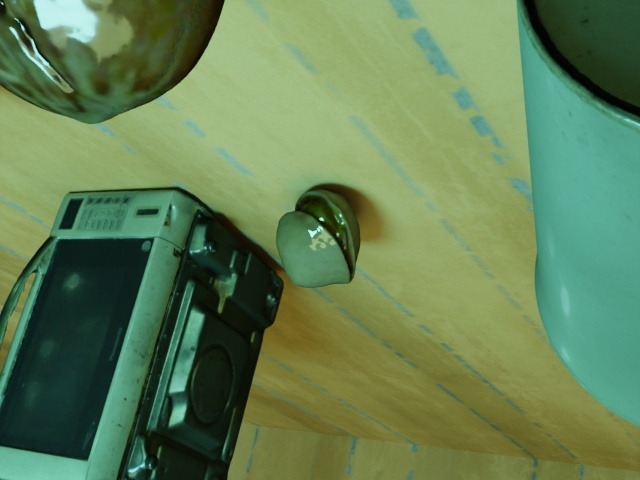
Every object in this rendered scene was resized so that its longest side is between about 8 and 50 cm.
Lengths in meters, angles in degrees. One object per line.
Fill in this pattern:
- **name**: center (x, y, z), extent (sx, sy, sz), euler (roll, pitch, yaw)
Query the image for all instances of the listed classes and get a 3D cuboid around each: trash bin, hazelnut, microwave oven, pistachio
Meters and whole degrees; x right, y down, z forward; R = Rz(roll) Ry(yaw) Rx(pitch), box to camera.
- **trash bin**: center (0.271, -0.040, 0.586), extent (0.280, 0.281, 0.432), euler (4, 154, 21)
- **hazelnut**: center (-0.164, -0.186, 0.582), extent (0.212, 0.181, 0.181), euler (6, 160, 20)
- **microwave oven**: center (-0.242, 0.167, 1.230), extent (0.247, 0.395, 0.333), euler (3, 157, 26)
- **pistachio**: center (0.000, 0.000, 1.065), extent (0.113, 0.113, 0.149), euler (12, 160, 2)
